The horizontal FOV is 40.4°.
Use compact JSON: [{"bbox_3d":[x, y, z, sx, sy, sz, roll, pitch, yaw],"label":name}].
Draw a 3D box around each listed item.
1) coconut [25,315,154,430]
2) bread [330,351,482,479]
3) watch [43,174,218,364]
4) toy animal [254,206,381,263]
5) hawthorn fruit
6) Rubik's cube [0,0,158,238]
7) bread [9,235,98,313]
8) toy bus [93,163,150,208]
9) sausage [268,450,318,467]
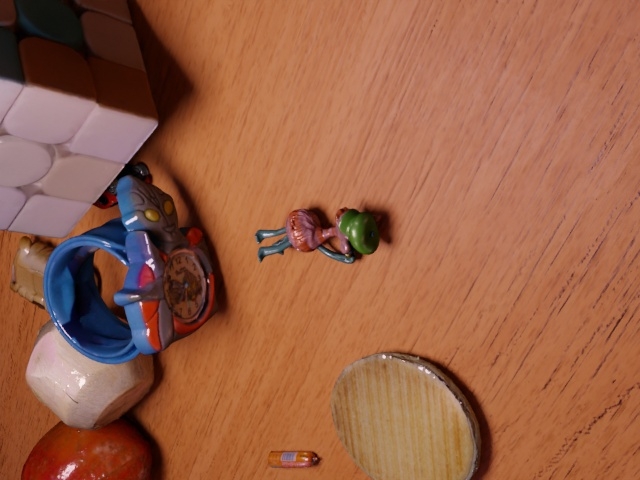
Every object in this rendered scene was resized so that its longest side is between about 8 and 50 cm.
[{"bbox_3d":[-0.449,0.237,1.680,0.230,0.227,0.227,45,126,14],"label":"coconut"},{"bbox_3d":[0.136,0.296,1.393,0.267,0.040,0.266,13,114,31],"label":"bread"},{"bbox_3d":[-0.352,0.053,1.511,0.275,0.241,0.305,-13,98,29],"label":"watch"},{"bbox_3d":[0.000,0.000,1.362,0.208,0.100,0.103,-8,123,29],"label":"toy animal"},{"bbox_3d":[-0.482,0.489,1.740,0.254,0.300,0.254,17,127,24],"label":"hawthorn fruit"},{"bbox_3d":[-0.515,-0.248,1.403,0.347,0.347,0.344,-40,55,33],"label":"Rubik's cube"},{"bbox_3d":[-0.551,0.078,1.786,0.225,0.081,0.134,26,115,28],"label":"bread"},{"bbox_3d":[-0.404,-0.112,1.615,0.195,0.081,0.089,25,129,27],"label":"toy bus"},{"bbox_3d":[-0.048,0.395,1.567,0.107,0.031,0.031,-10,100,38],"label":"sausage"}]
